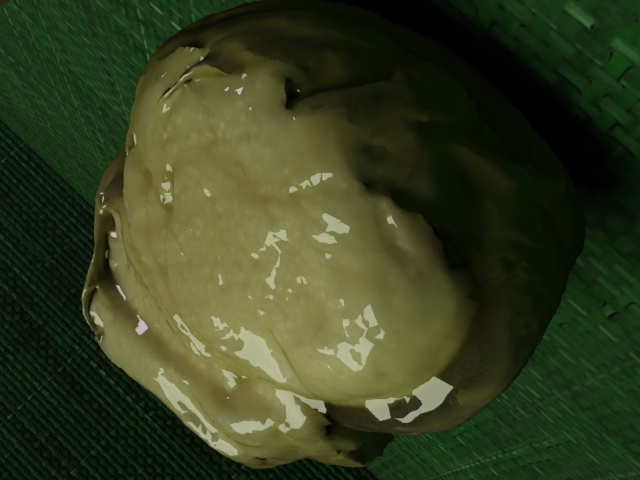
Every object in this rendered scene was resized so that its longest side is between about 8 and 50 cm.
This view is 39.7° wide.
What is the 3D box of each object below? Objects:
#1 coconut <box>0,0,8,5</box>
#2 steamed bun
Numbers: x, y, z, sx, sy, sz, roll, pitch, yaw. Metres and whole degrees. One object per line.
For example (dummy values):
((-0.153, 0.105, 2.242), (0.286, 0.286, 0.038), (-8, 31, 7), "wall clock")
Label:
((-0.333, -0.299, 0.643), (0.329, 0.329, 0.328), (41, 163, 15), "coconut")
((-0.004, -0.003, 0.644), (0.372, 0.230, 0.324), (-39, 72, 44), "steamed bun")
